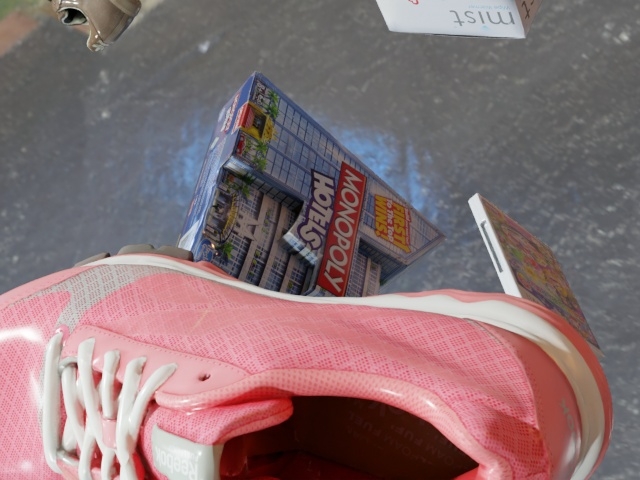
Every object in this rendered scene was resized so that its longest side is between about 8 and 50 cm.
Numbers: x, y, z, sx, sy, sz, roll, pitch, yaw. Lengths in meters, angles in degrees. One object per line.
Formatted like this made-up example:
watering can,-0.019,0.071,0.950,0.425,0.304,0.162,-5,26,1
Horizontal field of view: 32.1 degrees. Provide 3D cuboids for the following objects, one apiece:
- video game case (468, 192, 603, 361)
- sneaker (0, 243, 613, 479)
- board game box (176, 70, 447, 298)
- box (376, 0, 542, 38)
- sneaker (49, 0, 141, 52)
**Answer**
video game case,0.148,0.025,0.773,0.011,0.087,0.122,-44,30,22
sneaker,-0.048,0.063,0.450,0.314,0.136,0.116,-1,94,19
board game box,0.000,0.000,0.820,0.060,0.194,0.194,-42,26,40
box,0.111,-0.322,0.821,0.127,0.231,0.262,9,60,32
sneaker,-0.263,-0.266,1.157,0.188,0.066,0.071,43,100,35
